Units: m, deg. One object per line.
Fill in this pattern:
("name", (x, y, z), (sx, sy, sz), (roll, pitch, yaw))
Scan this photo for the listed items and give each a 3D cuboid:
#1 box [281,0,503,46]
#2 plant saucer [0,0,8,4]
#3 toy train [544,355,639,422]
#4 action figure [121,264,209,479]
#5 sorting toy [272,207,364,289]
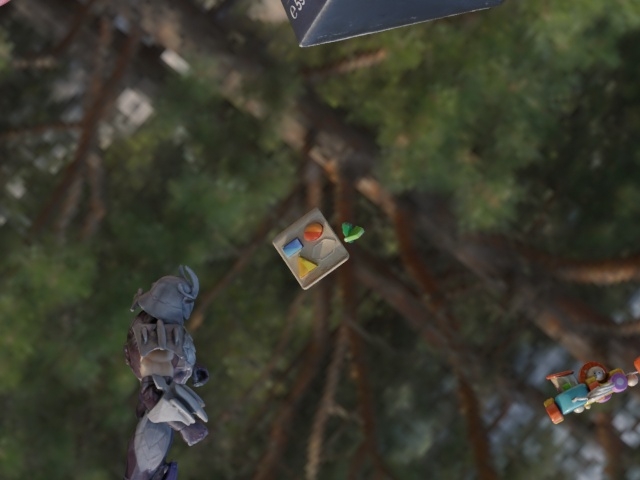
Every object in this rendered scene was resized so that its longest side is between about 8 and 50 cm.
("box", (0.047, -0.334, 1.137), (0.183, 0.294, 0.296), (-14, 162, -25))
("plant saucer", (-0.304, -0.351, 1.541), (0.084, 0.332, 0.332), (10, 125, -48))
("toy train", (0.287, 0.128, 1.699), (0.166, 0.046, 0.125), (-16, 164, -44))
("action figure", (-0.143, 0.155, 1.526), (0.185, 0.099, 0.285), (-78, 179, -75))
("sorting toy", (0.000, 0.000, 1.654), (0.083, 0.062, 0.012), (-36, 166, 14))
